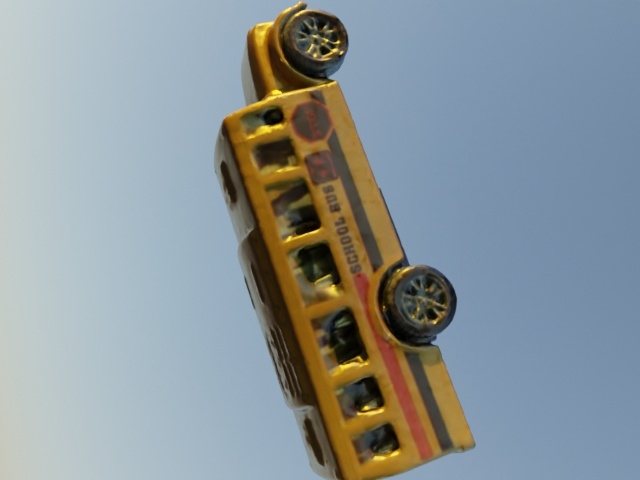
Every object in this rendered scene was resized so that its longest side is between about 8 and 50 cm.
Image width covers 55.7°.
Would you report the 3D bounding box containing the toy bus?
[{"bbox_3d":[0.000,0.000,0.453,0.121,0.122,0.336,130,-59,-71],"label":"toy bus"}]
